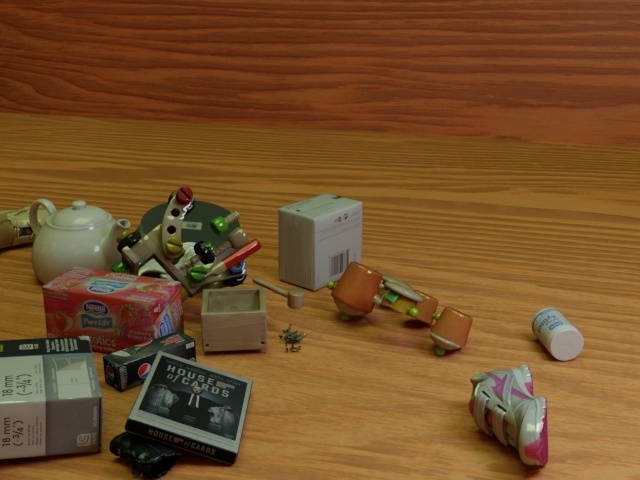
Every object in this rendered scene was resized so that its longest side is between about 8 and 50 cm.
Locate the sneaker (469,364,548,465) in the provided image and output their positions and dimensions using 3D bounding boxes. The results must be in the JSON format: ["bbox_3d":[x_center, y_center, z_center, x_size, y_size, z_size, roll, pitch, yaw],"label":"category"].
[{"bbox_3d":[0.299,0.283,1.402,0.111,0.102,0.252,-4,13,2],"label":"sneaker"}]

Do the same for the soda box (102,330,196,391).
[{"bbox_3d":[-0.318,0.223,1.632,0.169,0.053,0.060,-16,25,-39],"label":"soda box"}]

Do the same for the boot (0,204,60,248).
[{"bbox_3d":[-0.745,-0.025,2.303,0.204,0.095,0.262,9,17,21],"label":"boot"}]

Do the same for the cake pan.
[{"bbox_3d":[-0.331,-0.018,2.228,0.293,0.054,0.293,6,32,-4],"label":"cake pan"}]

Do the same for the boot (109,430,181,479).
[{"bbox_3d":[-0.258,0.321,1.364,0.099,0.045,0.121,17,26,37],"label":"boot"}]

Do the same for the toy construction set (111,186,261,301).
[{"bbox_3d":[-0.293,0.044,1.832,0.237,0.257,0.309,-34,19,-25],"label":"toy construction set"}]

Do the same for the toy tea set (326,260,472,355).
[{"bbox_3d":[0.157,0.153,1.800,0.200,0.124,0.336,23,2,-31],"label":"toy tea set"}]

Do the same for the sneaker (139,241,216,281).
[{"bbox_3d":[-0.344,0.077,2.032,0.232,0.090,0.115,-18,31,-20],"label":"sneaker"}]

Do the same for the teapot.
[{"bbox_3d":[-0.579,-0.006,2.097,0.256,0.187,0.252,-5,19,-9],"label":"teapot"}]

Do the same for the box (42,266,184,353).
[{"bbox_3d":[-0.414,0.144,1.751,0.257,0.128,0.122,7,20,19],"label":"box"}]

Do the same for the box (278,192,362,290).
[{"bbox_3d":[0.000,0.000,2.077,0.119,0.181,0.181,16,25,37],"label":"box"}]

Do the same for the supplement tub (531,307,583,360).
[{"bbox_3d":[0.464,0.183,1.713,0.071,0.071,0.107,-3,18,-7],"label":"supplement tub"}]

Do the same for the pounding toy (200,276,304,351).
[{"bbox_3d":[-0.135,0.150,1.777,0.206,0.094,0.181,-2,20,-5],"label":"pounding toy"}]

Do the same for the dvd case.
[{"bbox_3d":[-0.210,0.271,1.447,0.179,0.029,0.238,19,19,-5],"label":"dvd case"}]

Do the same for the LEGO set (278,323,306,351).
[{"bbox_3d":[-0.057,0.201,1.752,0.054,0.023,0.083,2,32,13],"label":"LEGO set"}]

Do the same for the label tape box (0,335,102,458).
[{"bbox_3d":[-0.536,0.255,1.420,0.334,0.105,0.240,-1,18,-20],"label":"label tape box"}]
